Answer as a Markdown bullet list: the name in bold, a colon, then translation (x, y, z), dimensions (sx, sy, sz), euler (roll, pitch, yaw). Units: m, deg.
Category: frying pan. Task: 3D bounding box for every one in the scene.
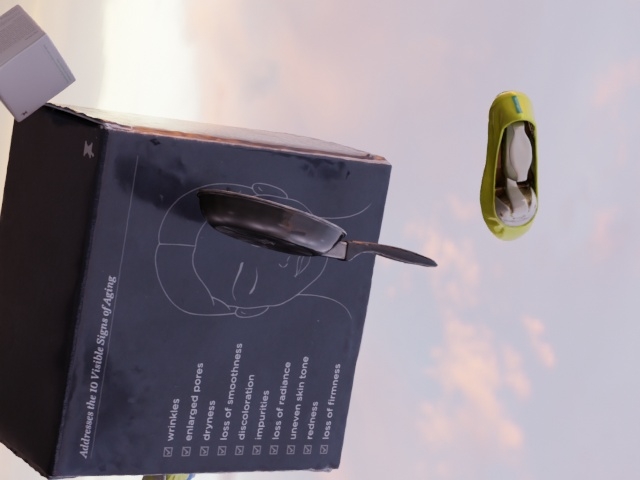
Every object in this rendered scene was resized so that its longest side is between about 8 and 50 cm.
- **frying pan**: translation (-0.022, -0.004, 1.922), dimensions (0.197, 0.326, 0.053), euler (8, -102, 45)

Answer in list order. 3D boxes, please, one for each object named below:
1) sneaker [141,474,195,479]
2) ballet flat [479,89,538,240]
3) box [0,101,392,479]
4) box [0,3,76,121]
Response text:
- **sneaker**: translation (-0.235, 0.392, 2.421), dimensions (0.091, 0.126, 0.240), euler (32, -67, 39)
- **ballet flat**: translation (0.247, -0.081, 1.913), dimensions (0.077, 0.077, 0.231), euler (-111, -166, -55)
- **box**: translation (-0.199, 0.071, 2.138), dimensions (0.297, 0.471, 0.480), euler (19, -79, 52)
- **box**: translation (-0.403, -0.237, 1.992), dimensions (0.087, 0.102, 0.101), euler (47, -10, 37)
